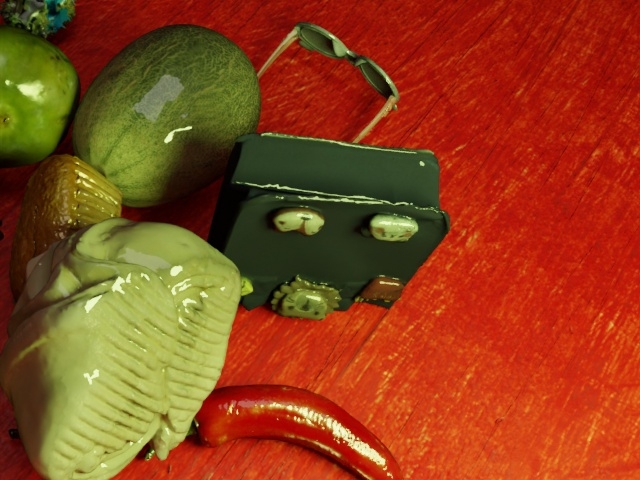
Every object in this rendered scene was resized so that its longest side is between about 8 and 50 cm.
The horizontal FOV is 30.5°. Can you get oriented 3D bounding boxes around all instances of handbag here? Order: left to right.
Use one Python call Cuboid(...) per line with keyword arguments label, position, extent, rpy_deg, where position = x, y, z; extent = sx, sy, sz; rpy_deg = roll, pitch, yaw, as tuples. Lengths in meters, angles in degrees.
Cuboid(label="handbag", position=(0.000, 0.000, 1.671), extent=(0.303, 0.329, 0.122), rpy_deg=(4, 54, -15))

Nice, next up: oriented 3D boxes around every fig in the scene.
Cuboid(label="fig", position=(-0.473, -0.249, 1.813), extent=(0.233, 0.233, 0.314), rpy_deg=(15, 40, 0))

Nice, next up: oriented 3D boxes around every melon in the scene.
Cuboid(label="melon", position=(-0.235, -0.190, 1.813), extent=(0.248, 0.249, 0.329), rpy_deg=(36, 60, 15))

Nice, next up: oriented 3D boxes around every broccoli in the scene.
Cuboid(label="broccoli", position=(-0.485, -0.427, 1.991), extent=(0.167, 0.160, 0.154), rpy_deg=(-37, 67, -12))

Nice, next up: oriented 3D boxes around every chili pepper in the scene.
Cuboid(label="chili pepper", position=(-0.047, 0.265, 1.608), extent=(0.368, 0.092, 0.137), rpy_deg=(10, 64, -1))

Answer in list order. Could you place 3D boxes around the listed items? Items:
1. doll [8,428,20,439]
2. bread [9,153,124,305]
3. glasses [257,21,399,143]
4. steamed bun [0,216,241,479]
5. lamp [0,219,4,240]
Cuboid(label="doll", position=(-0.340, 0.229, 1.592), extent=(0.165, 0.057, 0.139), rpy_deg=(7, 50, -18))
Cuboid(label="bread", position=(-0.358, -0.004, 1.655), extent=(0.139, 0.240, 0.240), rpy_deg=(9, 51, -19))
Cuboid(label="glasses", position=(-0.021, -0.231, 2.021), extent=(0.234, 0.118, 0.268), rpy_deg=(38, 75, 14))
Cuboid(label="steamed bun", position=(-0.275, 0.123, 1.486), extent=(0.219, 0.324, 0.309), rpy_deg=(27, 23, 32))
Cuboid(label="lamp", position=(-0.563, -0.080, 1.737), extent=(0.253, 0.118, 0.118), rpy_deg=(18, 52, 7))
